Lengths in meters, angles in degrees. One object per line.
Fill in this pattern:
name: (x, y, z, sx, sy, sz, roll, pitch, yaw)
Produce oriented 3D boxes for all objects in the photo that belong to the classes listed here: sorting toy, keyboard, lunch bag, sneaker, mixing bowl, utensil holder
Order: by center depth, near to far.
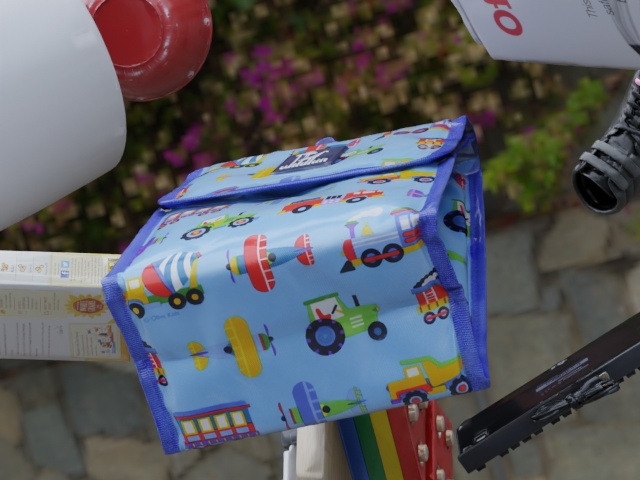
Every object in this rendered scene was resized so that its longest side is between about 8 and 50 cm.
keyboard: (0.174, 0.104, 1.186, 0.180, 0.023, 0.108, -34, 6, 7)
lunch bag: (0.000, 0.000, 1.194, 0.220, 0.138, 0.293, -13, 23, 12)
sorting toy: (0.057, 0.120, 1.509, 0.089, 0.257, 0.255, -4, -23, 14)
utensil holder: (-0.458, -0.135, 1.901, 0.385, 0.328, 0.327, -30, 7, -27)
mixing bowl: (-0.223, -0.252, 2.036, 0.181, 0.181, 0.098, -16, 9, 4)
sneaker: (0.424, -0.145, 2.292, 0.147, 0.104, 0.296, -38, -27, -34)

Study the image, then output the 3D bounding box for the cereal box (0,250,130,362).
cereal box: (-0.312, 0.069, 1.773, 0.240, 0.047, 0.173, 3, -30, -8)

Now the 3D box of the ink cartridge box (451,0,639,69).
ink cartridge box: (0.242, -0.262, 1.125, 0.394, 0.285, 0.166, 10, 55, 43)

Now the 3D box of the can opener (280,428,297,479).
can opener: (-0.017, 0.189, 1.686, 0.074, 0.280, 0.093, 20, -25, -41)
